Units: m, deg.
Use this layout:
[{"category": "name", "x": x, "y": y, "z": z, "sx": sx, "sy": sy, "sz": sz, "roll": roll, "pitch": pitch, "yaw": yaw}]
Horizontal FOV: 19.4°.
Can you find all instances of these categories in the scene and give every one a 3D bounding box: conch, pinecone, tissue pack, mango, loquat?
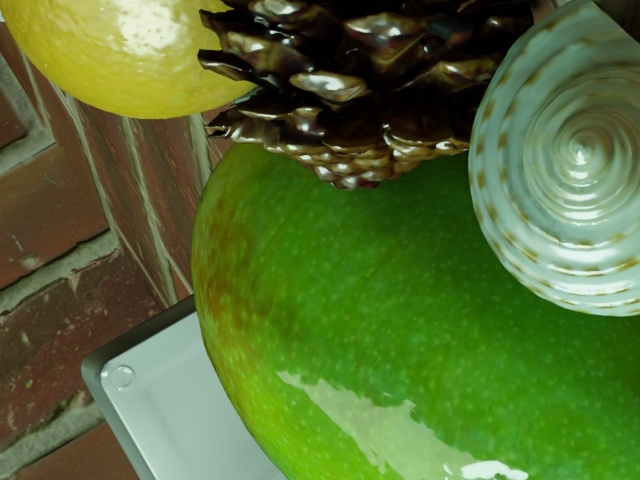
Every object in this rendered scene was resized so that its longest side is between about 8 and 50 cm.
[{"category": "conch", "x": 0.110, "y": -0.032, "z": 0.774, "sx": 0.153, "sy": 0.102, "sz": 0.135, "roll": 112, "pitch": 142, "yaw": -78}, {"category": "pinecone", "x": 0.021, "y": -0.106, "z": 0.855, "sx": 0.173, "sy": 0.173, "sz": 0.173, "roll": 57, "pitch": 169, "yaw": 17}, {"category": "tissue pack", "x": -0.031, "y": 0.098, "z": 1.378, "sx": 0.159, "sy": 0.246, "sz": 0.136, "roll": 61, "pitch": 168, "yaw": -4}, {"category": "mango", "x": 0.078, "y": 0.072, "z": 0.940, "sx": 0.382, "sy": 0.201, "sz": 0.225, "roll": 37, "pitch": 144, "yaw": 36}, {"category": "loquat", "x": -0.087, "y": -0.171, "z": 0.981, "sx": 0.208, "sy": 0.208, "sz": 0.208, "roll": 57, "pitch": 169, "yaw": 17}]

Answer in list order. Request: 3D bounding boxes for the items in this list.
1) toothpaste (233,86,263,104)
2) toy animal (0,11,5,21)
[{"category": "toothpaste", "x": 0.000, "y": 0.000, "z": 1.510, "sx": 0.268, "sy": 0.047, "sz": 0.069, "roll": 64, "pitch": -172, "yaw": -8}, {"category": "toy animal", "x": -0.180, "y": -0.201, "z": 1.339, "sx": 0.104, "sy": 0.221, "sz": 0.131, "roll": 48, "pitch": 164, "yaw": 32}]
